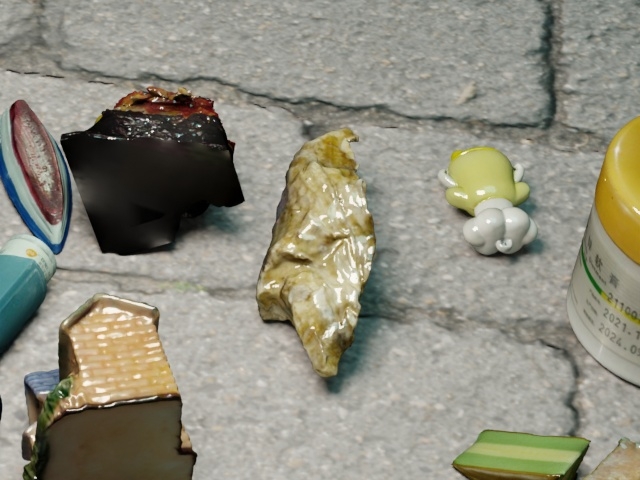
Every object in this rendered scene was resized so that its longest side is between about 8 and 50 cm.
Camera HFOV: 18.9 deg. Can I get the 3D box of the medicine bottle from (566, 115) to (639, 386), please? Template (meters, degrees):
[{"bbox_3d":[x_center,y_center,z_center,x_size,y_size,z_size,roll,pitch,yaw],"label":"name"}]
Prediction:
[{"bbox_3d":[0.402,0.012,2.102,0.237,0.232,0.238,6,43,-5],"label":"medicine bottle"}]

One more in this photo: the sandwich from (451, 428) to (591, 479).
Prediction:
[{"bbox_3d":[0.204,0.217,1.967,0.116,0.074,0.074,30,47,20],"label":"sandwich"}]

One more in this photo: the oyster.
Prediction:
[{"bbox_3d":[-0.005,0.000,2.120,0.110,0.166,0.341,15,60,-7],"label":"oyster"}]

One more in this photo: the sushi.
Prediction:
[{"bbox_3d":[-0.182,-0.098,2.180,0.172,0.153,0.150,-15,26,5],"label":"sushi"}]

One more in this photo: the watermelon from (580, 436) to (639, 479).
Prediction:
[{"bbox_3d":[0.322,0.339,1.811,0.264,0.151,0.302,20,26,26],"label":"watermelon"}]

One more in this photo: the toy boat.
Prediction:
[{"bbox_3d":[-0.324,-0.077,2.203,0.080,0.046,0.229,-3,43,-20],"label":"toy boat"}]

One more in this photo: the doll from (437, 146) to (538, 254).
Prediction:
[{"bbox_3d":[0.197,-0.047,2.249,0.106,0.062,0.162,-5,45,-9],"label":"doll"}]

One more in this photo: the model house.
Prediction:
[{"bbox_3d":[-0.215,0.151,1.883,0.166,0.183,0.172,-5,48,-16],"label":"model house"}]

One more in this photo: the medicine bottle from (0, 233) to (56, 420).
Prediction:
[{"bbox_3d":[-0.346,0.098,1.990,0.124,0.079,0.258,17,43,13],"label":"medicine bottle"}]
